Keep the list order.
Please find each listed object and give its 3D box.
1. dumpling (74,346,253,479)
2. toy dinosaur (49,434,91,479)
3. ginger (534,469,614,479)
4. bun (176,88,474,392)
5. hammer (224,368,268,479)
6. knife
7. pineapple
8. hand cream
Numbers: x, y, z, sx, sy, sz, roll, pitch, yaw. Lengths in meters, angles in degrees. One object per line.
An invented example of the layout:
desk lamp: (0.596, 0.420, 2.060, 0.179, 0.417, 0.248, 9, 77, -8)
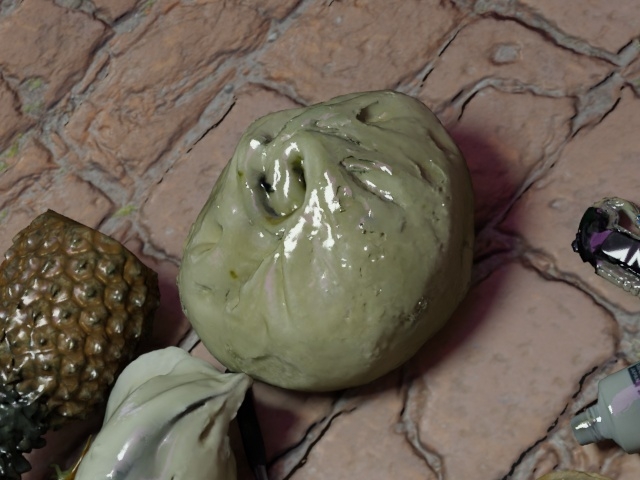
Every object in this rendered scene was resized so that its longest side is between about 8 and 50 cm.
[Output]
dumpling: (-0.203, 0.258, 1.568, 0.243, 0.187, 0.318, 23, 86, 48)
toy dinosaur: (-0.300, 0.274, 1.699, 0.041, 0.026, 0.113, 18, 78, 24)
ginger: (0.209, 0.347, 1.412, 0.149, 0.065, 0.258, -3, 65, 37)
bun: (0.000, 0.000, 1.613, 0.362, 0.234, 0.326, -32, 58, 11)
hammer: (-0.066, 0.237, 1.620, 0.103, 0.029, 0.246, -23, 53, 10)
knife: (0.405, 0.058, 1.507, 0.365, 0.043, 0.089, 35, 88, 34)
pineapple: (-0.330, 0.150, 1.656, 0.202, 0.202, 0.362, 9, 53, 28)
hand cream: (0.406, 0.128, 1.433, 0.341, 0.078, 0.124, -23, 65, 13)
